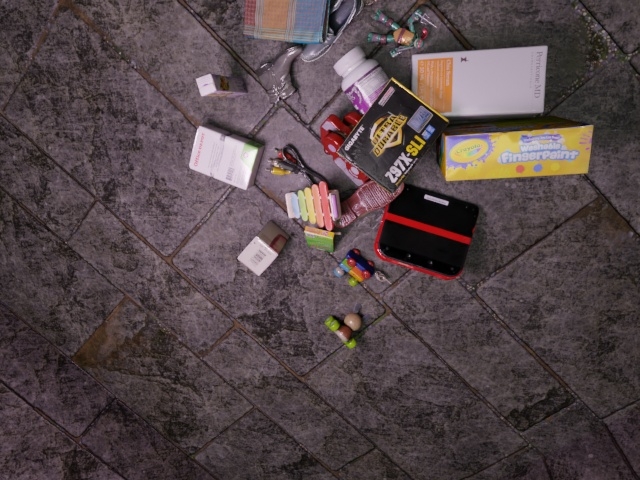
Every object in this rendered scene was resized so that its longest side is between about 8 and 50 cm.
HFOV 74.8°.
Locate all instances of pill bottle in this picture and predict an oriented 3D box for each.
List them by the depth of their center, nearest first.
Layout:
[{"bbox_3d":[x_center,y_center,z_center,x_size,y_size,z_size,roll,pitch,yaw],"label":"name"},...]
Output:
[{"bbox_3d":[0.188,-0.584,1.619,0.169,0.169,0.301,-34,101,20],"label":"pill bottle"}]

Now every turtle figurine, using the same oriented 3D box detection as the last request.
[{"bbox_3d":[0.303,-0.762,1.560,0.234,0.118,0.175,27,99,16],"label":"turtle figurine"}]

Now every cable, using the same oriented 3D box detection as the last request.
[{"bbox_3d":[-0.092,-0.318,1.849,0.287,0.072,0.139,23,96,-12],"label":"cable"}]

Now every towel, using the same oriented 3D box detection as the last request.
[{"bbox_3d":[-0.132,-0.894,1.572,0.370,0.040,0.271,16,113,23],"label":"towel"}]

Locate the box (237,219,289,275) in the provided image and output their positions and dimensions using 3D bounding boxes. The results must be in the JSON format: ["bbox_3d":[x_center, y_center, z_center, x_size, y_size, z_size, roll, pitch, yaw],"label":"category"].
[{"bbox_3d":[-0.252,0.030,1.897,0.127,0.232,0.148,41,112,-7],"label":"box"}]

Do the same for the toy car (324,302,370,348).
[{"bbox_3d":[0.147,0.399,2.046,0.188,0.149,0.155,-44,103,-7],"label":"toy car"}]

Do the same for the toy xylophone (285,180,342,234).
[{"bbox_3d":[-0.016,-0.125,1.803,0.323,0.081,0.236,-6,101,51],"label":"toy xylophone"}]

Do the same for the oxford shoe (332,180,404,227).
[{"bbox_3d":[0.203,-0.176,1.796,0.348,0.130,0.122,-27,88,24],"label":"oxford shoe"}]

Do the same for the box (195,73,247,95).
[{"bbox_3d":[-0.376,-0.599,1.631,0.067,0.324,0.063,-13,105,14],"label":"box"}]

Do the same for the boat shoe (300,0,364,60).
[{"bbox_3d":[0.027,-0.810,1.590,0.319,0.099,0.116,-36,104,28],"label":"boat shoe"}]

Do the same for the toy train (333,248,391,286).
[{"bbox_3d":[0.191,0.168,1.947,0.248,0.105,0.143,39,122,-6],"label":"toy train"}]

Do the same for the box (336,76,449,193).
[{"bbox_3d":[0.253,-0.365,1.494,0.257,0.079,0.322,38,97,-2],"label":"box"}]

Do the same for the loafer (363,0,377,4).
[{"bbox_3d":[0.207,-0.914,1.556,0.148,0.050,0.056,3,121,26],"label":"loafer"}]

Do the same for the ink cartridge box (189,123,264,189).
[{"bbox_3d":[-0.410,-0.368,1.838,0.273,0.114,0.198,22,112,1],"label":"ink cartridge box"}]

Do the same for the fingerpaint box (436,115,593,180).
[{"bbox_3d":[0.662,-0.338,1.519,0.445,0.371,0.163,-2,110,10],"label":"fingerpaint box"}]

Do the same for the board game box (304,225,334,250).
[{"bbox_3d":[0.000,0.000,1.859,0.124,0.259,0.039,14,73,6],"label":"board game box"}]

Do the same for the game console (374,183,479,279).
[{"bbox_3d":[0.448,-0.037,1.777,0.387,0.060,0.341,17,82,2],"label":"game console"}]

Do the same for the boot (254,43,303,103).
[{"bbox_3d":[-0.136,-0.668,1.692,0.247,0.083,0.161,-20,110,33],"label":"boot"}]

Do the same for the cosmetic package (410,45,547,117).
[{"bbox_3d":[0.563,-0.565,1.543,0.454,0.161,0.229,0,99,10],"label":"cosmetic package"}]

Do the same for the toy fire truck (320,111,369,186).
[{"bbox_3d":[0.110,-0.358,1.695,0.302,0.254,0.169,43,70,-9],"label":"toy fire truck"}]
